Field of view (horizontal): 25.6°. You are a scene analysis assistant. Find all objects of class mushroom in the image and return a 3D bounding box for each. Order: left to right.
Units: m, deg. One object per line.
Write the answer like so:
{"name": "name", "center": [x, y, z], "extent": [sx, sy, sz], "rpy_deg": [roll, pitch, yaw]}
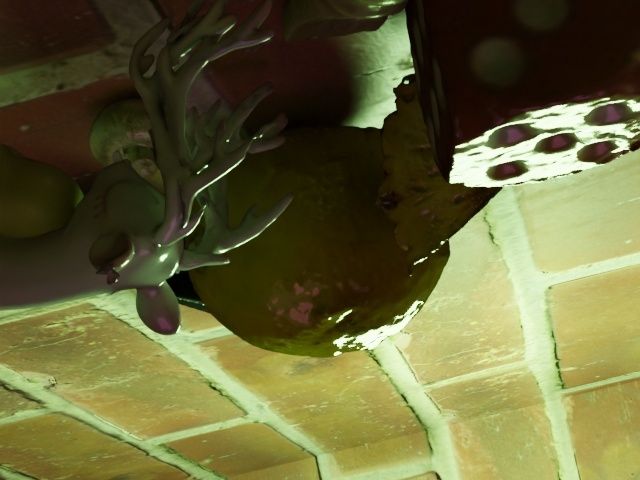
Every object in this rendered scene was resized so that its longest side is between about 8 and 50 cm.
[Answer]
{"name": "mushroom", "center": [-0.166, -0.091, 1.261], "extent": [0.084, 0.067, 0.083], "rpy_deg": [-9, 150, -5]}

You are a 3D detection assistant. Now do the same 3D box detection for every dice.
{"name": "dice", "center": [0.165, -0.152, 1.127], "extent": [0.179, 0.174, 0.175], "rpy_deg": [-11, 163, 2]}

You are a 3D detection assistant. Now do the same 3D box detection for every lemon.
{"name": "lemon", "center": [0.000, 0.000, 1.379], "extent": [0.288, 0.233, 0.233], "rpy_deg": [-4, 159, -28]}

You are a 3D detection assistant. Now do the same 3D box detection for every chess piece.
{"name": "chess piece", "center": [0.027, -0.198, 1.078], "extent": [0.090, 0.090, 0.200], "rpy_deg": [-6, 171, -15]}

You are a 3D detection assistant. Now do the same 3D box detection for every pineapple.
{"name": "pineapple", "center": [0.132, -0.106, 1.300], "extent": [0.250, 0.140, 0.164], "rpy_deg": [-46, 179, 8]}

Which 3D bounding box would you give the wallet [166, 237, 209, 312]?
{"name": "wallet", "center": [-0.156, 0.022, 1.462], "extent": [0.245, 0.168, 0.052], "rpy_deg": [16, 113, -50]}

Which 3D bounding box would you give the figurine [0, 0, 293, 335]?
{"name": "figurine", "center": [-0.178, -0.069, 1.110], "extent": [0.316, 0.284, 0.206], "rpy_deg": [18, 161, 0]}
